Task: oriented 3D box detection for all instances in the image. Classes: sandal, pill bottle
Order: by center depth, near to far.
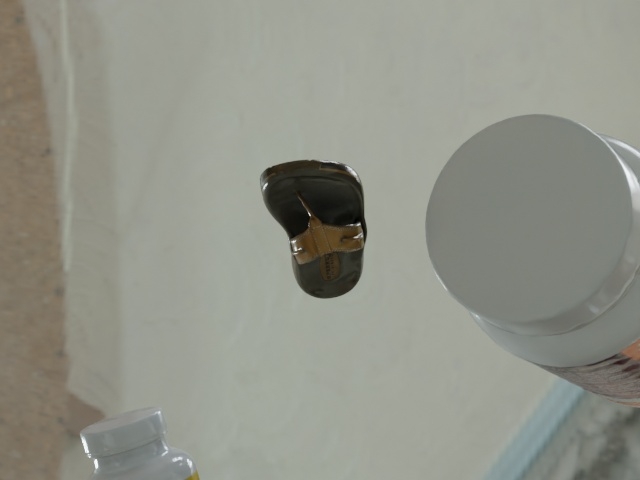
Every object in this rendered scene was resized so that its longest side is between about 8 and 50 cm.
[{"bbox_3d":[-0.148,0.243,1.410,0.103,0.103,0.184,-20,-84,-43],"label":"pill bottle"},{"bbox_3d":[0.000,0.000,1.454,0.219,0.090,0.060,83,176,-55],"label":"sandal"},{"bbox_3d":[0.263,0.025,1.547,0.392,0.224,0.224,27,-105,-59],"label":"pill bottle"}]
